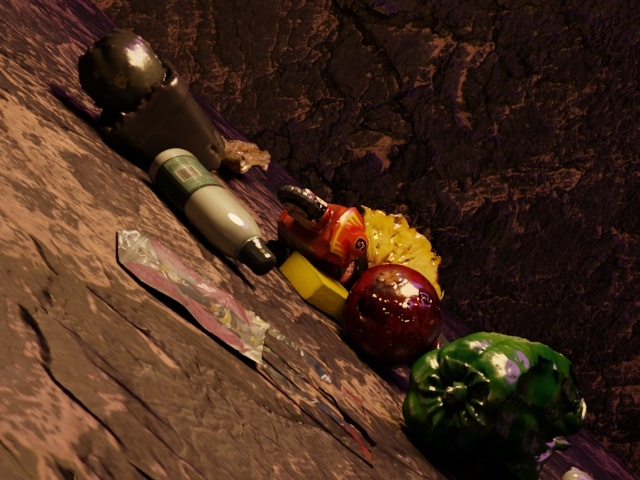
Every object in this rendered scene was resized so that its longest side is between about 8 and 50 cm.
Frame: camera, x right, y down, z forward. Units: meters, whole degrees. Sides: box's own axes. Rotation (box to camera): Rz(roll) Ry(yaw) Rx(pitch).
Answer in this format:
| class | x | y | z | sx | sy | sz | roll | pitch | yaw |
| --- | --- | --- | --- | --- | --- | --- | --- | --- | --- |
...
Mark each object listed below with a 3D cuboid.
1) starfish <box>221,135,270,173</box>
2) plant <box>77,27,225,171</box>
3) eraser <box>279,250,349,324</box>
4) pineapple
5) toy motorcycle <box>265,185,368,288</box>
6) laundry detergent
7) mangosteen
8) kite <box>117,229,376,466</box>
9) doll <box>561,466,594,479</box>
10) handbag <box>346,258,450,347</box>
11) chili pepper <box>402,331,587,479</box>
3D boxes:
| class | x | y | z | sx | sy | sz | roll | pitch | yaw |
| --- | --- | --- | --- | --- | --- | --- | --- | --- | --- |
| starfish | -0.245 | -0.237 | 2.076 | 0.324 | 0.082 | 0.432 | 38 | 11 | -6 |
| plant | -0.255 | -0.192 | 1.417 | 0.256 | 0.142 | 0.164 | 52 | 1 | -24 |
| eraser | 0.002 | 0.081 | 1.560 | 0.122 | 0.045 | 0.097 | 37 | 6 | -44 |
| pineapple | 0.136 | 0.062 | 1.692 | 0.164 | 0.140 | 0.249 | 144 | -63 | -82 |
| toy motorcycle | -0.001 | -0.002 | 1.609 | 0.171 | 0.089 | 0.298 | 21 | -19 | 7 |
| laundry detergent | -0.142 | -0.035 | 1.323 | 0.226 | 0.070 | 0.099 | 44 | 1 | 24 |
| mangosteen | 0.119 | 0.130 | 1.501 | 0.166 | 0.166 | 0.180 | 49 | -16 | 51 |
| kite | -0.074 | 0.101 | 1.021 | 0.360 | 0.022 | 0.204 | 40 | 6 | -9 |
| doll | 0.490 | 0.477 | 1.792 | 0.180 | 0.079 | 0.094 | 43 | 34 | -54 |
| handbag | 0.139 | 0.144 | 1.860 | 0.260 | 0.079 | 0.247 | 45 | 7 | 23 |
| chili pepper | 0.250 | 0.231 | 1.350 | 0.167 | 0.213 | 0.385 | 31 | 3 | 37 |
